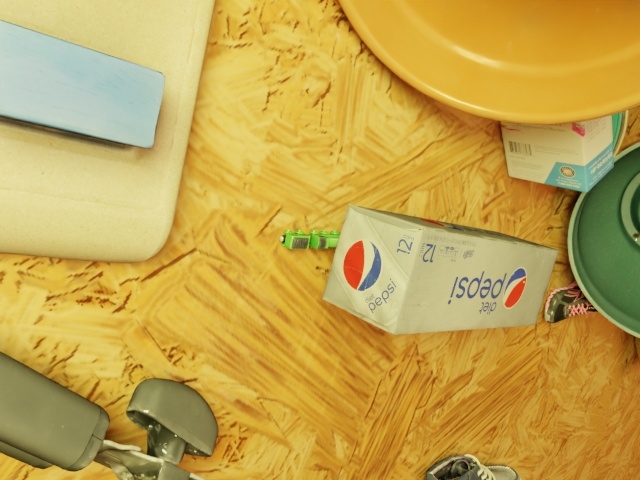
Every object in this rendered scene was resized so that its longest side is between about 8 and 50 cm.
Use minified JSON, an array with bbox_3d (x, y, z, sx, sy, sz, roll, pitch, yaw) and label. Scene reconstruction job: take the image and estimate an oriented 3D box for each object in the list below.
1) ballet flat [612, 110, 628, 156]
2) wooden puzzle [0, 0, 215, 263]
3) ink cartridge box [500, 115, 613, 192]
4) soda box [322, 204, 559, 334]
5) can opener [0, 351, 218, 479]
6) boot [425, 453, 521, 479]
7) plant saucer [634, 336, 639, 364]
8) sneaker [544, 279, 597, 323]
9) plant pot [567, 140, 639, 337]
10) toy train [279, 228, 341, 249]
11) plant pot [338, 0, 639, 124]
[{"bbox_3d":[0.326,-0.206,0.670,0.086,0.086,0.248,-34,123,-24],"label":"ballet flat"},{"bbox_3d":[-0.192,-0.157,0.278,0.322,0.080,0.347,8,100,-40],"label":"wooden puzzle"},{"bbox_3d":[0.255,-0.152,0.610,0.062,0.104,0.181,-37,125,-23],"label":"ink cartridge box"},{"bbox_3d":[0.139,0.034,0.577,0.286,0.091,0.098,5,102,-45],"label":"soda box"},{"bbox_3d":[-0.183,0.113,0.402,0.283,0.076,0.095,49,42,-37],"label":"can opener"},{"bbox_3d":[0.221,0.339,0.778,0.190,0.069,0.086,-8,113,-34],"label":"boot"},{"bbox_3d":[0.710,0.073,1.026,0.333,0.081,0.332,-31,136,-26],"label":"plant saucer"},{"bbox_3d":[0.385,0.094,0.830,0.119,0.057,0.047,-24,121,-28],"label":"sneaker"},{"bbox_3d":[0.509,-0.022,0.766,0.196,0.293,0.293,-32,127,-57],"label":"plant pot"},{"bbox_3d":[0.000,0.000,0.519,0.083,0.024,0.017,0,105,-38],"label":"toy train"},{"bbox_3d":[0.172,-0.262,0.413,0.291,0.291,0.203,47,60,-38],"label":"plant pot"}]
